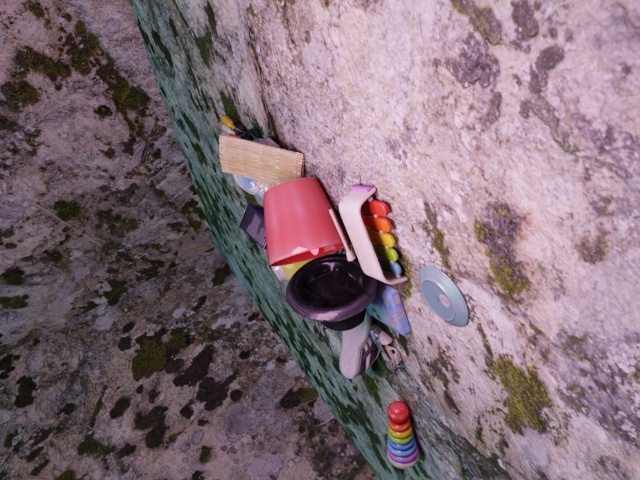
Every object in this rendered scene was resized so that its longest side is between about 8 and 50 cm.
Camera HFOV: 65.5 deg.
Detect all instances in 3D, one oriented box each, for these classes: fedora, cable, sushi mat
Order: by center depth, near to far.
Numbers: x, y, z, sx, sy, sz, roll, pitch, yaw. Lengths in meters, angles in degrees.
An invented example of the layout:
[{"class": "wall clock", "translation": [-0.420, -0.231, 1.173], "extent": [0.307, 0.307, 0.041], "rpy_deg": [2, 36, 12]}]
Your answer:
[{"class": "fedora", "translation": [0.048, 0.189, 1.637], "extent": [0.334, 0.334, 0.152], "rpy_deg": [36, 149, 52]}, {"class": "sushi mat", "translation": [-0.209, -0.274, 1.751], "extent": [0.317, 0.019, 0.151], "rpy_deg": [15, 132, 10]}, {"class": "cable", "translation": [-0.332, -0.436, 2.090], "extent": [0.287, 0.072, 0.139], "rpy_deg": [42, 159, 43]}]

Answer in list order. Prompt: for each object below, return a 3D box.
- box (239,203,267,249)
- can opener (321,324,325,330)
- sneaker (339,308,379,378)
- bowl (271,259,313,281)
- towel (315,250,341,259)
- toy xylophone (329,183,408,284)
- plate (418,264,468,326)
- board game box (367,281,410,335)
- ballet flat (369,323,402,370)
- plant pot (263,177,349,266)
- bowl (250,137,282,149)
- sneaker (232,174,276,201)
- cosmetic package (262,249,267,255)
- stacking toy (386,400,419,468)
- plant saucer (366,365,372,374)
[{"class": "box", "translation": [-0.204, -0.050, 1.994], "extent": [0.207, 0.153, 0.108], "rpy_deg": [38, 111, 41]}, {"class": "can opener", "translation": [0.031, 0.325, 2.241], "extent": [0.095, 0.076, 0.283], "rpy_deg": [52, 158, 24]}, {"class": "sneaker", "translation": [0.161, 0.378, 1.931], "extent": [0.126, 0.128, 0.320], "rpy_deg": [35, 124, 42]}, {"class": "bowl", "translation": [-0.131, 0.092, 2.138], "extent": [0.289, 0.156, 0.289], "rpy_deg": [56, 169, 17]}, {"class": "towel", "translation": [0.000, 0.000, 1.895], "extent": [0.187, 0.049, 0.282], "rpy_deg": [60, 163, 9]}, {"class": "toy xylophone", "translation": [0.134, -0.014, 1.462], "extent": [0.236, 0.081, 0.322], "rpy_deg": [31, 145, 57]}, {"class": "plate", "translation": [0.317, 0.153, 1.319], "extent": [0.188, 0.024, 0.188], "rpy_deg": [52, 159, 29]}, {"class": "board game box", "translation": [0.207, 0.210, 1.666], "extent": [0.211, 0.039, 0.160], "rpy_deg": [27, 141, 61]}, {"class": "ballet flat", "translation": [0.246, 0.384, 1.807], "extent": [0.188, 0.070, 0.070], "rpy_deg": [62, 162, -8]}, {"class": "plant pot", "translation": [-0.069, -0.063, 1.661], "extent": [0.275, 0.275, 0.242], "rpy_deg": [142, 113, -71]}, {"class": "bowl", "translation": [-0.194, -0.327, 1.834], "extent": [0.170, 0.080, 0.170], "rpy_deg": [37, 177, 2]}, {"class": "sneaker", "translation": [-0.174, -0.188, 1.870], "extent": [0.319, 0.127, 0.208], "rpy_deg": [37, 174, -37]}, {"class": "cosmetic package", "translation": [-0.244, 0.018, 2.354], "extent": [0.041, 0.060, 0.115], "rpy_deg": [55, 157, 23]}, {"class": "stacking toy", "translation": [0.337, 0.795, 2.075], "extent": [0.141, 0.141, 0.330], "rpy_deg": [37, 143, 51]}, {"class": "plant saucer", "translation": [0.177, 0.490, 2.157], "extent": [0.195, 0.038, 0.194], "rpy_deg": [52, 160, 27]}]
